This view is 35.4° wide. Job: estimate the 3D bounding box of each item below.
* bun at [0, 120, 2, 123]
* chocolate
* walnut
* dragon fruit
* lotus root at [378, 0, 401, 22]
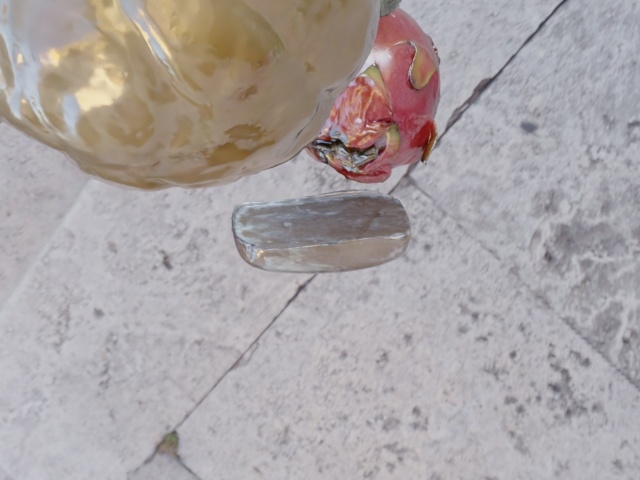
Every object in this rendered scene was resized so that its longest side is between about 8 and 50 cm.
[{"bbox_3d":[-0.588,-0.338,1.564,0.194,0.354,0.355,-14,107,4],"label":"bun"},{"bbox_3d":[0.000,0.001,1.453,0.253,0.157,0.080,-5,120,-6],"label":"chocolate"},{"bbox_3d":[-0.083,-0.174,0.553,0.285,0.285,0.297,-4,86,23],"label":"walnut"},{"bbox_3d":[0.057,-0.214,1.369,0.250,0.315,0.250,-2,106,-5],"label":"dragon fruit"},{"bbox_3d":[-0.074,-0.184,0.964,0.349,0.175,0.175,-29,100,-1],"label":"lotus root"}]
